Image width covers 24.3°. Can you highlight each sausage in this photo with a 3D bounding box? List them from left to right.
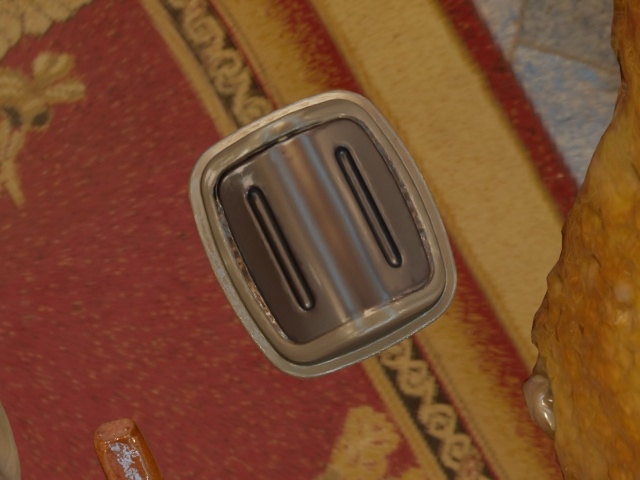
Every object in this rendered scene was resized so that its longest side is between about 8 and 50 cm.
[{"bbox_3d":[-0.142,0.200,1.182,0.041,0.039,0.131,-21,118,-3],"label":"sausage"}]

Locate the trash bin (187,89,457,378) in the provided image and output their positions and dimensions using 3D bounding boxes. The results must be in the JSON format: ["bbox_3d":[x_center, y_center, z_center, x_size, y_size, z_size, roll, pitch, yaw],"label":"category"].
[{"bbox_3d":[0.000,0.000,1.244,0.182,0.290,0.209,-27,86,-3],"label":"trash bin"}]

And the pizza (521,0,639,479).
[{"bbox_3d":[0.152,0.045,0.350,0.114,0.278,0.409,-8,81,-16],"label":"pizza"}]

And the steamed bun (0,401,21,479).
[{"bbox_3d":[-0.448,0.202,1.546,0.236,0.383,0.247,-39,58,2],"label":"steamed bun"}]
